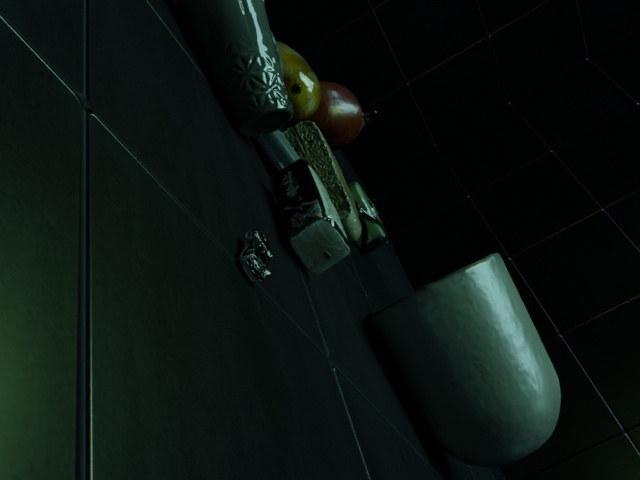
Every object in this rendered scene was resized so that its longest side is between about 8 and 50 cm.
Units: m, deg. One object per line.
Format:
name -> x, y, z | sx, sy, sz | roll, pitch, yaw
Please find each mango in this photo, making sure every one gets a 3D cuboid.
mango -> -0.104, -0.405, 1.635 | 0.316, 0.146, 0.193 | 55, -2, 46

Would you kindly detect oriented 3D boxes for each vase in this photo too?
vase -> -0.140, -0.342, 1.207 | 0.251, 0.156, 0.301 | 0, 66, -59

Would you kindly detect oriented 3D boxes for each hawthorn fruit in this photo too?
hawthorn fruit -> 0.036, -0.347, 1.869 | 0.208, 0.248, 0.208 | 179, -90, -77

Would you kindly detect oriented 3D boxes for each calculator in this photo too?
calculator -> -0.053, -0.140, 1.285 | 0.246, 0.045, 0.141 | 54, 5, 9

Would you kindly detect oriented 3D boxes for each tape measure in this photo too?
tape measure -> 0.136, -0.059, 2.015 | 0.235, 0.115, 0.207 | 60, 6, -10

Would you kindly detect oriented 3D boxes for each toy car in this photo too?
toy car -> -0.077, 0.017, 0.786 | 0.041, 0.025, 0.093 | 60, 12, -21

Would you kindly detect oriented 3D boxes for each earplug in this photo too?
earplug -> 0.315, 0.266, 1.390 | 0.394, 0.312, 0.312 | 66, 9, 8

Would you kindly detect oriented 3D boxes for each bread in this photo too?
bread -> 0.015, -0.115, 1.511 | 0.183, 0.102, 0.337 | 49, 15, -54

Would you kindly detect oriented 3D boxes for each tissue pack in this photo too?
tissue pack -> -0.021, -0.041, 1.096 | 0.103, 0.090, 0.170 | 54, 9, -42
